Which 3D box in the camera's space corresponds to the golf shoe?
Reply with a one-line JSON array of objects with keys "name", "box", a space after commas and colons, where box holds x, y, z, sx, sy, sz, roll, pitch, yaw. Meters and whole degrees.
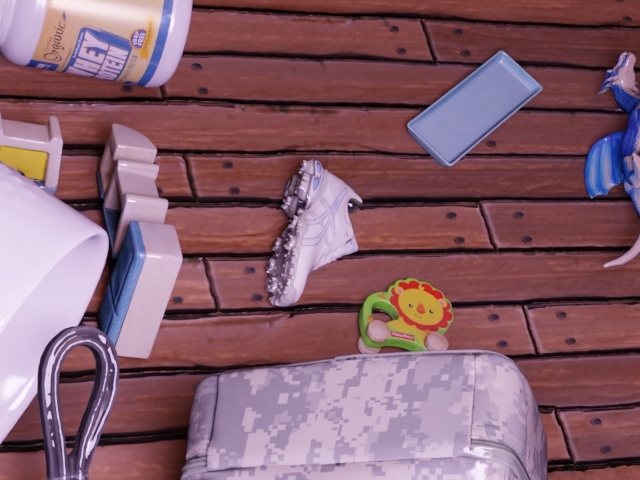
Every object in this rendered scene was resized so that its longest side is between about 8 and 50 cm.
[{"name": "golf shoe", "box": [0.000, 0.000, 1.773, 0.086, 0.069, 0.176, 26, 51, -15]}]

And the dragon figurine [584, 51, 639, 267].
[{"name": "dragon figurine", "box": [0.349, -0.082, 1.980, 0.085, 0.144, 0.289, 18, 71, -15]}]

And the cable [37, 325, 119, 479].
[{"name": "cable", "box": [-0.208, 0.218, 1.465, 0.139, 0.072, 0.287, -11, 85, -18]}]

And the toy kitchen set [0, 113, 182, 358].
[{"name": "toy kitchen set", "box": [-0.236, -0.009, 1.656, 0.166, 0.122, 0.207, 7, 35, -21]}]

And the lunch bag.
[{"name": "lunch bag", "box": [0.032, 0.248, 1.470, 0.305, 0.212, 0.256, -4, 56, 14]}]

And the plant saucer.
[{"name": "plant saucer", "box": [0.170, -0.145, 1.984, 0.067, 0.018, 0.192, 44, 51, 8]}]

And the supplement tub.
[{"name": "supplement tub", "box": [-0.239, -0.236, 1.769, 0.200, 0.144, 0.144, 8, 55, -20]}]

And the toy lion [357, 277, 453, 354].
[{"name": "toy lion", "box": [0.085, 0.076, 1.784, 0.100, 0.034, 0.096, 12, 47, -18]}]

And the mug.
[{"name": "mug", "box": [-0.367, 0.004, 1.484, 0.328, 0.276, 0.374, 32, 27, 5]}]
